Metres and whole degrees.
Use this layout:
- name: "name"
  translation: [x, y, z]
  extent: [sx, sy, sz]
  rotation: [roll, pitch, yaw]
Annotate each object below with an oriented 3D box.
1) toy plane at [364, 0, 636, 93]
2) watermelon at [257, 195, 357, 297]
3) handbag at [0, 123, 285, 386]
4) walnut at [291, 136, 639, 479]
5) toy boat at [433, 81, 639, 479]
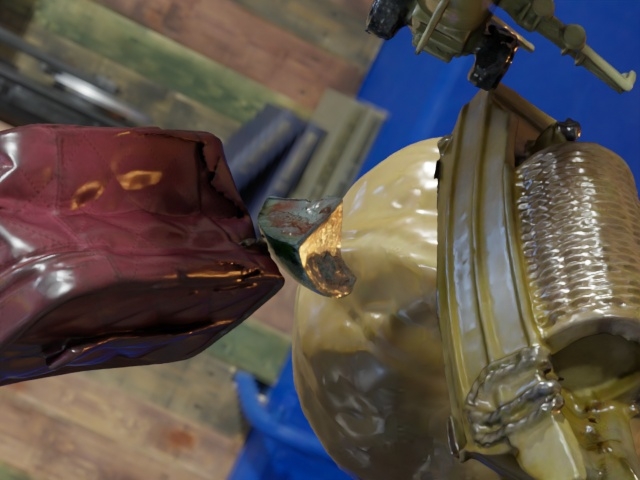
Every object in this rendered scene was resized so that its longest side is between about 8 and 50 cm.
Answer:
- name: "toy plane"
  translation: [0.080, -0.142, 0.806]
  extent: [0.229, 0.092, 0.244]
  rotation: [29, 9, 3]
- name: "watermelon"
  translation: [0.000, 0.000, 0.934]
  extent: [0.085, 0.061, 0.085]
  rotation: [40, 8, -7]
- name: "handbag"
  translation: [-0.137, 0.011, 0.867]
  extent: [0.225, 0.146, 0.135]
  rotation: [-1, 63, -53]
- name: "walnut"
  translation: [0.155, 0.095, 1.341]
  extent: [0.383, 0.384, 0.383]
  rotation: [26, 3, -1]
- name: "toy boat"
  translation: [0.129, 0.020, 0.777]
  extent: [0.089, 0.115, 0.310]
  rotation: [34, 37, -27]
